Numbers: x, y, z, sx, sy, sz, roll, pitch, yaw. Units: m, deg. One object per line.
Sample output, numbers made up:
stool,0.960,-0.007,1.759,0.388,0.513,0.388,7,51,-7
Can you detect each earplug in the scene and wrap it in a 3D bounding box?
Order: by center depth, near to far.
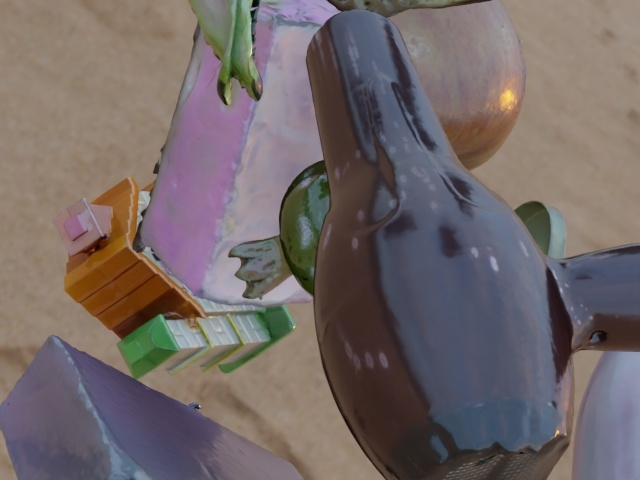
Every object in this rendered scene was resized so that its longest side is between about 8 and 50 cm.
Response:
earplug,0.313,0.231,1.578,0.172,0.172,0.301,20,61,-27

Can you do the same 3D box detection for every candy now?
candy,-0.049,-0.083,1.425,0.155,0.265,0.116,4,20,-40

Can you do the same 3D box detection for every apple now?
apple,0.078,-0.230,2.188,0.400,0.400,0.333,-2,64,-47

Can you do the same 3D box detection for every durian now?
durian,-0.070,-0.277,1.168,0.107,0.132,0.375,1,74,6

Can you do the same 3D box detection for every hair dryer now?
hair dryer,0.161,-0.006,0.855,0.341,0.123,0.312,-4,50,-5

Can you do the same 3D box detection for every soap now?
soap,-0.114,0.229,1.402,0.296,0.107,0.285,31,5,-26

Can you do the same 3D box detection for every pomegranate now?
pomegranate,0.000,0.000,1.224,0.114,0.142,0.114,-20,90,-76

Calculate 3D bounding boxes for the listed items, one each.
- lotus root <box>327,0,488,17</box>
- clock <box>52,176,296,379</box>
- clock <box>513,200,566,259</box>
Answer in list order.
lotus root,0.075,-0.297,1.313,0.188,0.199,0.180,-1,28,4
clock,-0.165,0.032,1.737,0.219,0.106,0.255,60,20,13
clock,0.204,0.065,1.801,0.029,0.235,0.235,22,32,-12
